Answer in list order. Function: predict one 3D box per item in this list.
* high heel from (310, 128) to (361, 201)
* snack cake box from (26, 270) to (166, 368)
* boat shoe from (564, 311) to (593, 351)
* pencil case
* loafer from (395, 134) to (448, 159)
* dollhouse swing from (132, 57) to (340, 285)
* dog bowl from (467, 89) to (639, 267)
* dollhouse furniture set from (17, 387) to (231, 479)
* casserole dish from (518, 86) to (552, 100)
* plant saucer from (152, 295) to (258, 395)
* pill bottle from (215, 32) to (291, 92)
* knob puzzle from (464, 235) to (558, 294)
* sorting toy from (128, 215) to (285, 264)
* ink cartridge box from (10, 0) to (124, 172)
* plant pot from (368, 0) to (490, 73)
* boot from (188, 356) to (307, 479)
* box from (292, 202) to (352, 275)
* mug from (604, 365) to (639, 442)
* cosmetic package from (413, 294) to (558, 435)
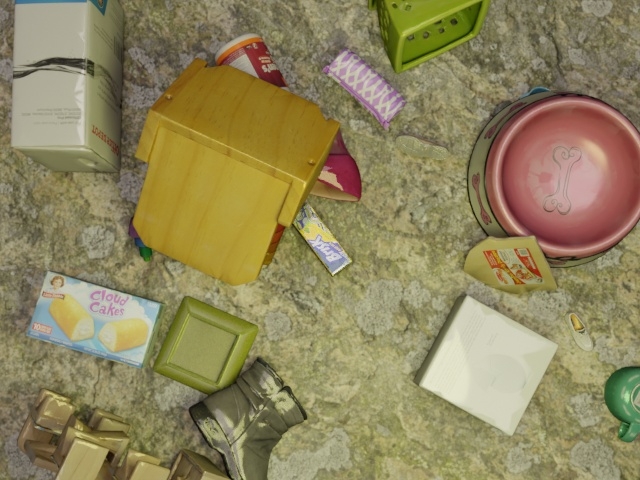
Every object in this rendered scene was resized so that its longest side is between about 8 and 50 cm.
[{"bbox_3d":[-0.098,-0.130,1.899,0.377,0.127,0.181,-17,74,-5],"label":"high heel"},{"bbox_3d":[-0.496,0.176,1.891,0.264,0.089,0.152,16,85,1],"label":"snack cake box"},{"bbox_3d":[0.589,0.207,1.923,0.035,0.035,0.100,-26,85,-3],"label":"boat shoe"},{"bbox_3d":[0.102,-0.351,1.947,0.206,0.086,0.088,41,51,5],"label":"pencil case"},{"bbox_3d":[0.235,-0.217,1.965,0.125,0.039,0.045,17,118,4],"label":"loafer"},{"bbox_3d":[-0.192,-0.139,1.818,0.347,0.305,0.315,24,45,4],"label":"dollhouse swing"},{"bbox_3d":[0.538,-0.138,1.874,0.408,0.150,0.407,0,92,2],"label":"dog bowl"},{"bbox_3d":[-0.427,0.525,1.736,0.394,0.362,0.256,28,82,-28],"label":"dollhouse furniture set"},{"bbox_3d":[0.540,-0.276,1.970,0.188,0.037,0.114,31,85,2],"label":"casserole dish"},{"bbox_3d":[-0.261,0.244,1.908,0.188,0.045,0.188,23,84,2],"label":"plant saucer"},{"bbox_3d":[-0.140,-0.348,1.928,0.121,0.121,0.221,-28,85,-3],"label":"pill bottle"},{"bbox_3d":[0.411,0.050,1.882,0.213,0.213,0.030,22,55,2],"label":"knob puzzle"},{"bbox_3d":[-0.249,0.003,1.921,0.366,0.127,0.126,-2,114,2],"label":"sorting toy"},{"bbox_3d":[-0.542,-0.362,1.844,0.166,0.285,0.394,-1,84,1],"label":"ink cartridge box"},{"bbox_3d":[0.228,-0.543,1.905,0.228,0.227,0.207,-25,79,-2],"label":"plant pot"},{"bbox_3d":[-0.115,0.445,1.859,0.223,0.118,0.338,-31,98,-17],"label":"boot"},{"bbox_3d":[0.000,0.000,1.929,0.059,0.054,0.169,-37,86,-3],"label":"box"},{"bbox_3d":[0.711,0.359,1.877,0.130,0.097,0.157,-16,84,-2],"label":"mug"},{"bbox_3d":[0.357,0.270,1.864,0.225,0.138,0.224,29,85,1],"label":"cosmetic package"}]
